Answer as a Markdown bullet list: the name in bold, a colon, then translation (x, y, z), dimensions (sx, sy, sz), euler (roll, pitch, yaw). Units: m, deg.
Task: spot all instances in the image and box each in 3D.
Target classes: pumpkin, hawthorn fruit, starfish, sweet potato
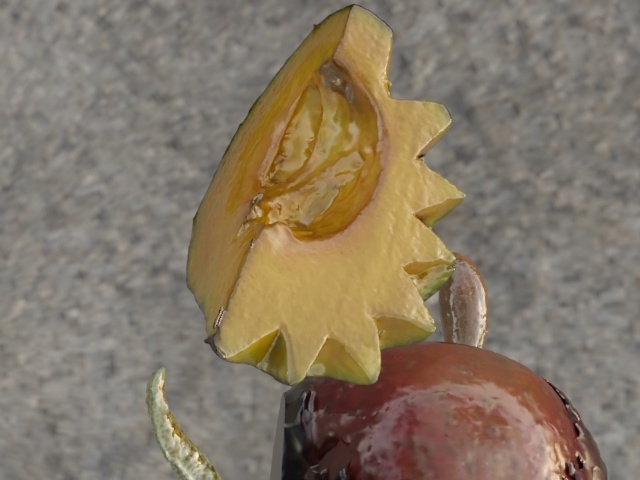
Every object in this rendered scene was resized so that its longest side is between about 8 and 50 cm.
- **pumpkin**: translation (0.000, 0.000, 1.198), dimensions (0.130, 0.149, 0.254), euler (28, 62, -18)
- **hawthorn fruit**: translation (0.089, 0.223, 1.690), dimensions (0.316, 0.316, 0.316), euler (1, 86, -15)
- **starfish**: translation (-0.075, 0.305, 1.573), dimensions (0.078, 0.347, 0.358), euler (-13, 66, -16)
- **sweet potato**: translation (0.141, 0.117, 1.872), dimensions (0.050, 0.050, 0.214), euler (0, 83, -15)
